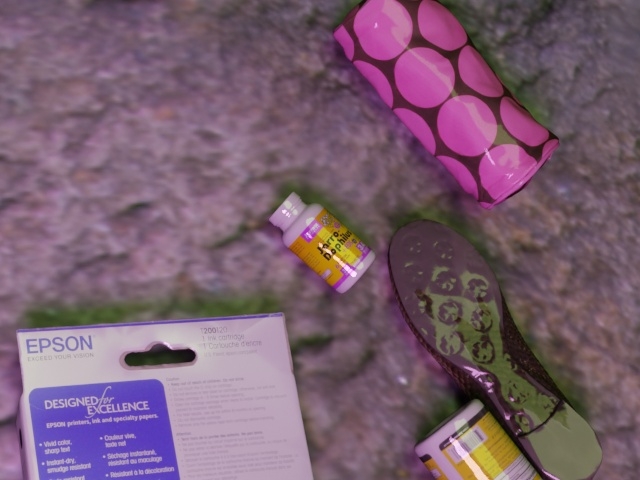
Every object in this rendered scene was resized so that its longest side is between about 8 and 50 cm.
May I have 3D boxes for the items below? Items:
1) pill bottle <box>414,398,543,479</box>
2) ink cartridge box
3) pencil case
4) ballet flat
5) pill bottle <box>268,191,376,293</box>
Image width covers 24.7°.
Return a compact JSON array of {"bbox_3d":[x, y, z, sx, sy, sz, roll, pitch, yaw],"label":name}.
[{"bbox_3d":[0.130,0.183,1.108,0.065,0.065,0.116,-34,84,-32],"label":"pill bottle"},{"bbox_3d":[-0.105,0.159,1.028,0.206,0.045,0.208,-2,69,-24],"label":"ink cartridge box"},{"bbox_3d":[0.111,-0.129,1.231,0.209,0.095,0.098,52,43,3],"label":"pencil case"},{"bbox_3d":[0.135,0.093,1.164,0.084,0.058,0.250,-35,77,-10],"label":"ballet flat"},{"bbox_3d":[0.000,0.000,1.147,0.083,0.043,0.043,41,58,-2],"label":"pill bottle"}]
